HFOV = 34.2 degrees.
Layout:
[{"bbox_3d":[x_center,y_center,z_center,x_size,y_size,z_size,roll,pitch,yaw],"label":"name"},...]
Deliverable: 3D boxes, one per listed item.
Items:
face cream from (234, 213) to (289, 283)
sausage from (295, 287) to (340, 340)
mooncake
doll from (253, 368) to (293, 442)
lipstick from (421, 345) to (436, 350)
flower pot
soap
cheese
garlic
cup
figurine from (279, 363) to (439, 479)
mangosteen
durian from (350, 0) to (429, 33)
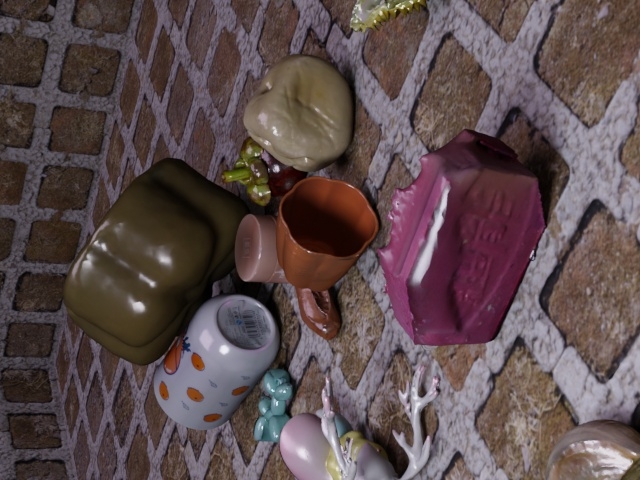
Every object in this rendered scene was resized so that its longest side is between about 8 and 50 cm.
[{"bbox_3d":[-0.113,0.019,2.265,0.149,0.104,0.149,-16,72,63],"label":"face cream"},{"bbox_3d":[-0.017,0.049,2.100,0.087,0.079,0.326,-23,63,33],"label":"sausage"},{"bbox_3d":[-0.370,0.053,2.379,0.467,0.262,0.467,-53,-6,-9],"label":"mooncake"},{"bbox_3d":[-0.096,0.356,2.235,0.159,0.059,0.158,148,121,-61],"label":"doll"},{"bbox_3d":[0.162,0.132,1.766,0.131,0.038,0.038,59,137,50],"label":"lipstick"},{"bbox_3d":[0.000,0.000,1.975,0.173,0.190,0.190,110,152,-55],"label":"flower pot"},{"bbox_3d":[0.205,-0.002,1.509,0.127,0.220,0.325,45,126,46],"label":"soap"},{"bbox_3d":[-0.039,-0.250,2.045,0.117,0.218,0.235,-12,98,69],"label":"cheese"},{"bbox_3d":[0.342,0.294,1.332,0.101,0.087,0.195,56,134,33],"label":"garlic"},{"bbox_3d":[-0.226,0.265,2.350,0.317,0.212,0.212,-52,42,45],"label":"cup"},{"bbox_3d":[0.055,0.354,1.788,0.315,0.206,0.284,3,100,59],"label":"figurine"},{"bbox_3d":[-0.111,-0.161,2.203,0.146,0.181,0.156,-31,77,42],"label":"mangosteen"},{"bbox_3d":[0.134,-0.496,1.767,0.172,0.166,0.306,40,123,56],"label":"durian"}]
